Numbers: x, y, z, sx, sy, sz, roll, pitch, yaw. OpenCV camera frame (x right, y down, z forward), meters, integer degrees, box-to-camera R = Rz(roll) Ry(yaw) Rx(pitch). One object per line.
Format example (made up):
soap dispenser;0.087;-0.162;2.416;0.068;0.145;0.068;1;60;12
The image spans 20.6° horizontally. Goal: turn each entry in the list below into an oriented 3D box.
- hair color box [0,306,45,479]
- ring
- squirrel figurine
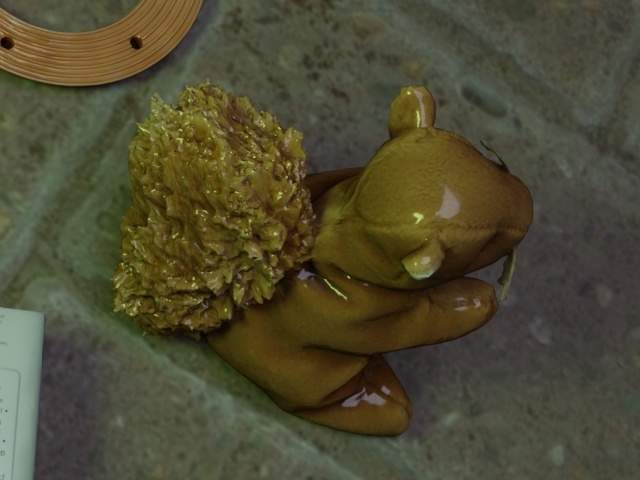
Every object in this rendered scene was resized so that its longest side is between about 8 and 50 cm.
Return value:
hair color box;-0.363;0.245;1.596;0.185;0.113;0.374;9;70;-22
ring;-0.279;-0.317;1.853;0.336;0.032;0.337;7;72;-23
squirrel figurine;0.000;0.000;1.688;0.397;0.370;0.281;12;70;-21
